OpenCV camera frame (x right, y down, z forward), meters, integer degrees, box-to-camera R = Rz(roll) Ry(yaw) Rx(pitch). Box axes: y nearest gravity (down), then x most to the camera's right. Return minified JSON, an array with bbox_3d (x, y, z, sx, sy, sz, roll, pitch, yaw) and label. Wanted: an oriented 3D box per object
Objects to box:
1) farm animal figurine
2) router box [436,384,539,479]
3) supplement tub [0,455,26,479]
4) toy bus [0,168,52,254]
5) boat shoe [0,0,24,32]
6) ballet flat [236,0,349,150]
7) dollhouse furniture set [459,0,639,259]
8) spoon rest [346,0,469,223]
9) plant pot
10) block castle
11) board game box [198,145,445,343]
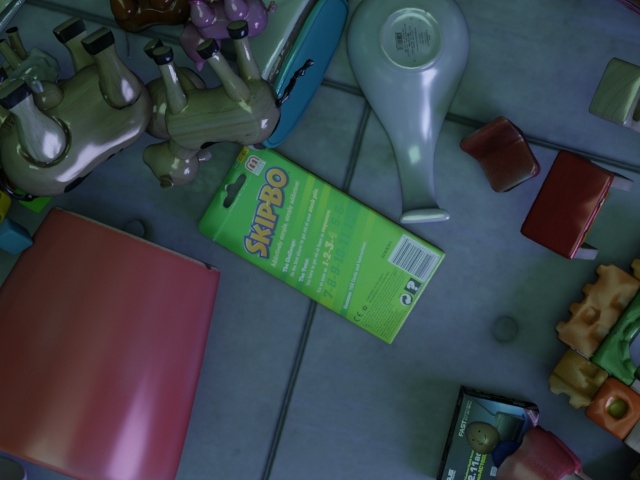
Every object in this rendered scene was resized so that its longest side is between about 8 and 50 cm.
[{"bbox_3d":[-0.188,-0.138,1.223,0.326,0.330,0.172,-26,123,-5],"label":"farm animal figurine"},{"bbox_3d":[0.194,0.239,1.413,0.092,0.038,0.122,13,97,-1],"label":"router box"},{"bbox_3d":[-0.425,0.422,1.341,0.241,0.241,0.331,0,97,0],"label":"supplement tub"},{"bbox_3d":[-0.394,-0.047,1.301,0.191,0.202,0.104,-40,131,15],"label":"toy bus"},{"bbox_3d":[-0.406,-0.213,1.324,0.094,0.109,0.302,32,94,-6],"label":"boat shoe"},{"bbox_3d":[-0.014,-0.293,1.312,0.139,0.139,0.400,28,93,-3],"label":"ballet flat"},{"bbox_3d":[0.262,-0.188,1.267,0.201,0.152,0.374,30,102,25],"label":"dollhouse furniture set"},{"bbox_3d":[0.102,-0.153,1.352,0.137,0.084,0.276,-3,84,0],"label":"spoon rest"},{"bbox_3d":[-0.238,0.108,1.298,0.275,0.275,0.243,22,87,-2],"label":"plant pot"},{"bbox_3d":[0.348,0.101,1.240,0.213,0.303,0.453,35,89,17],"label":"block castle"},{"bbox_3d":[0.000,0.000,1.384,0.259,0.039,0.124,30,96,-6],"label":"board game box"}]
